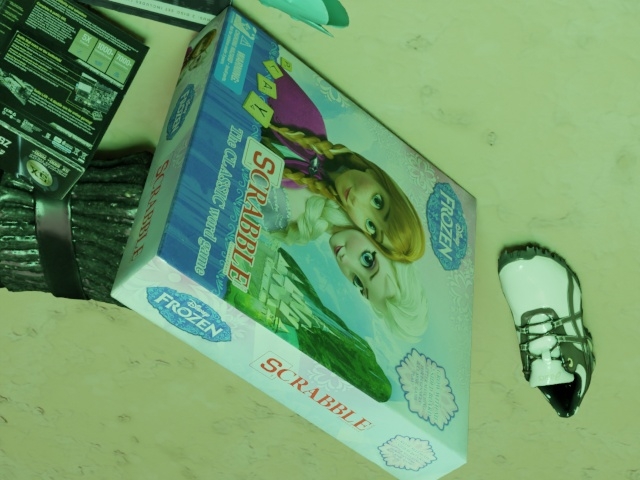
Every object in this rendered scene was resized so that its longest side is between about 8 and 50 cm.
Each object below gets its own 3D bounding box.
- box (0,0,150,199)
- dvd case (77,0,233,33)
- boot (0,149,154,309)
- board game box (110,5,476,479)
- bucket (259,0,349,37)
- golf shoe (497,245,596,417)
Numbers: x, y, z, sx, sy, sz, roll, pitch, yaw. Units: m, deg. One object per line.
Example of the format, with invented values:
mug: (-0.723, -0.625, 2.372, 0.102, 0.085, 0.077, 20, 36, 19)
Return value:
box: (-0.267, -0.148, 1.125, 0.180, 0.147, 0.077, 30, 150, -16)
dvd case: (-0.142, -0.282, 1.073, 0.164, 0.018, 0.221, 14, 133, -2)
boot: (-0.290, -0.065, 1.222, 0.260, 0.131, 0.348, 4, 143, 18)
board game box: (0.000, 0.000, 1.084, 0.318, 0.319, 0.066, 35, 129, -24)
bucket: (-0.024, -0.294, 0.869, 0.183, 0.281, 0.281, 23, 133, 3)
golf shoe: (0.232, 0.094, 1.284, 0.077, 0.094, 0.198, -15, 126, 25)
